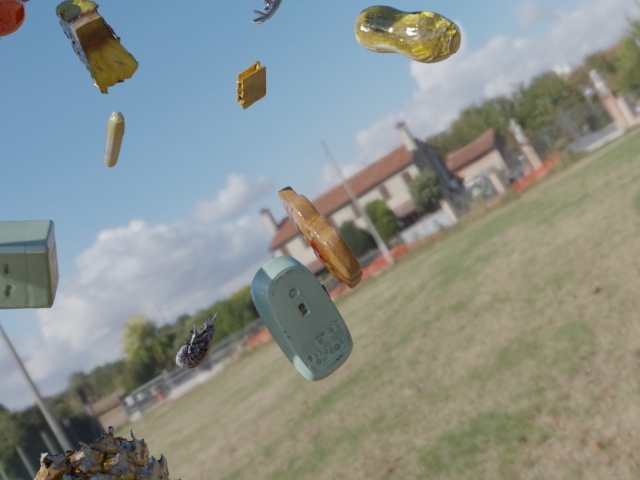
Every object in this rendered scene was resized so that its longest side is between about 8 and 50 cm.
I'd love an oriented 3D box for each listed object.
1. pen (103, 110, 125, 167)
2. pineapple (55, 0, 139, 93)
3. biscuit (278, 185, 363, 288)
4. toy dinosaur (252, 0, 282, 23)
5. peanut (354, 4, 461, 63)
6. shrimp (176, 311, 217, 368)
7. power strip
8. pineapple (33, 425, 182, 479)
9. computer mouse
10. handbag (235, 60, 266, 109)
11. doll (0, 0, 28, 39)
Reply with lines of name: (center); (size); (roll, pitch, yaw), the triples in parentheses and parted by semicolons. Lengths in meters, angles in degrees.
pen: (-0.380, -0.185, 1.632); (0.032, 0.040, 0.233); (2, -15, -17)
pineapple: (-0.523, -0.461, 2.038); (0.114, 0.236, 0.186); (-39, 8, -15)
biscuit: (0.000, 0.000, 1.665); (0.047, 0.202, 0.334); (-36, 17, -5)
toy dinosaur: (-0.037, -0.306, 1.013); (0.039, 0.082, 0.209); (75, -147, -50)
peanut: (0.147, -0.350, 1.510); (0.206, 0.087, 0.087); (19, 31, 35)
shrimp: (-0.275, 0.227, 2.035); (0.057, 0.065, 0.165); (115, 177, -47)
power strip: (-0.633, 0.047, 1.736); (0.224, 0.140, 0.139); (-1, 27, -9)
pineapple: (-0.349, 0.508, 1.441); (0.352, 0.300, 0.353); (-27, -39, -25)
computer mouse: (-0.048, 0.171, 1.984); (0.159, 0.289, 0.097); (-37, 15, -27)
handbag: (-0.129, -0.288, 1.646); (0.061, 0.027, 0.083); (-38, -22, -23)
doll: (-0.731, -0.512, 1.966); (0.130, 0.160, 0.290); (96, -167, -48)
